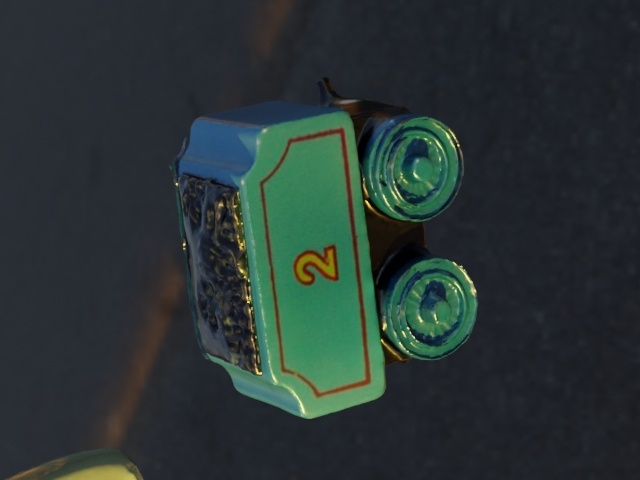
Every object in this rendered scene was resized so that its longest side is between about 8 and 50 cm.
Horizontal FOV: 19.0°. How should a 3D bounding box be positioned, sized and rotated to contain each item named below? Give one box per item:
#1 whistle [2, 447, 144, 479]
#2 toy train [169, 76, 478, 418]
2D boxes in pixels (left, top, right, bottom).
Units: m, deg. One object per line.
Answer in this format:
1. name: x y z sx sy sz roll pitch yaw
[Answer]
1. whistle: -0.155 0.134 0.657 0.105 0.253 0.102 13 118 39
2. toy train: 0.000 0.000 1.866 0.188 0.265 0.300 14 114 60
